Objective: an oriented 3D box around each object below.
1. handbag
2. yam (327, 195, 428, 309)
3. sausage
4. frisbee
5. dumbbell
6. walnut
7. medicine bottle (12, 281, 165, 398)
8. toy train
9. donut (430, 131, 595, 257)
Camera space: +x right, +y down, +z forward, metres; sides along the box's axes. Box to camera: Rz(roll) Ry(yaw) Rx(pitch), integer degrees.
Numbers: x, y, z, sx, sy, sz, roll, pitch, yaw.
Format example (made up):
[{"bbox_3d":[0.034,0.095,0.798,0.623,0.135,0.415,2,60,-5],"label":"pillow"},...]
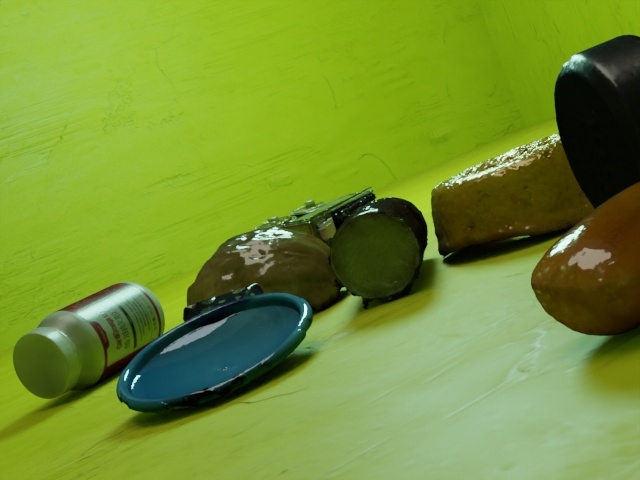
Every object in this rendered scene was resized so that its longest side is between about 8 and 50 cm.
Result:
[{"bbox_3d":[-0.114,0.119,1.189,0.115,0.072,0.139,-18,17,-5],"label":"handbag"},{"bbox_3d":[0.083,0.004,1.267,0.131,0.131,0.280,-21,4,10],"label":"yam"},{"bbox_3d":[0.252,0.002,0.708,0.238,0.098,0.098,-28,7,-38],"label":"sausage"},{"bbox_3d":[-0.117,0.135,1.068,0.242,0.045,0.242,-19,18,6],"label":"frisbee"},{"bbox_3d":[0.427,-0.149,0.947,0.323,0.203,0.204,-22,5,-2],"label":"dumbbell"},{"bbox_3d":[-0.076,0.052,1.358,0.238,0.141,0.204,-29,13,-40],"label":"walnut"},{"bbox_3d":[-0.364,0.157,1.485,0.131,0.131,0.250,-19,5,27],"label":"medicine bottle"},{"bbox_3d":[0.000,0.000,1.665,0.177,0.134,0.261,-8,13,36],"label":"toy train"},{"bbox_3d":[0.272,-0.066,1.271,0.278,0.108,0.277,-22,5,2],"label":"donut"}]
